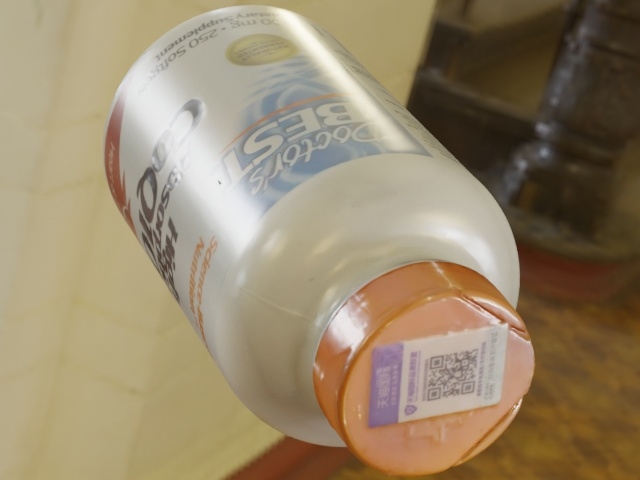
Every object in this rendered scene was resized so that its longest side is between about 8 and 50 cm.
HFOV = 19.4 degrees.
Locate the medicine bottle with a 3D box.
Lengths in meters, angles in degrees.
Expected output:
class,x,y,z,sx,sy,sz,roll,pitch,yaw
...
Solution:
class,x,y,z,sx,sy,sz,roll,pitch,yaw
medicine bottle,0.000,0.000,0.945,0.157,0.157,0.288,4,25,-26
